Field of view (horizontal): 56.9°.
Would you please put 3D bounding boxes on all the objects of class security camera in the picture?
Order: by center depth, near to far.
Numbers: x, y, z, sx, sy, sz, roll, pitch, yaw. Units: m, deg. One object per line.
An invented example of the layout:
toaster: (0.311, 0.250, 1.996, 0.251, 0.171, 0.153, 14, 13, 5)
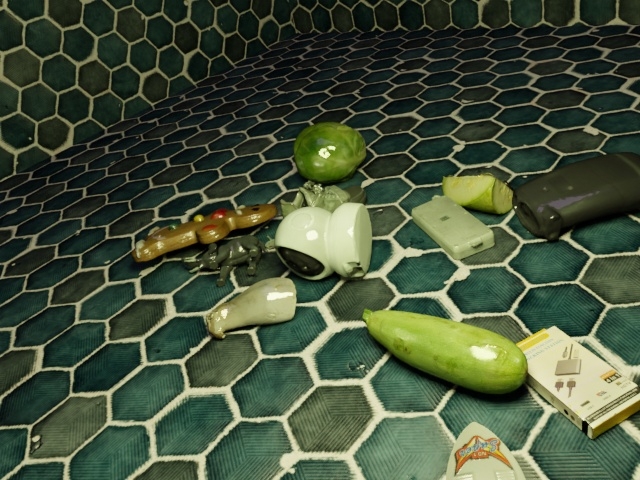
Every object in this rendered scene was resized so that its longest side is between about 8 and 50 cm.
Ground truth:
security camera: (0.000, 0.000, 1.494, 0.236, 0.195, 0.194, 0, 34, 17)

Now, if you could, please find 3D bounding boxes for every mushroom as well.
mushroom: (-0.167, 0.157, 1.414, 0.225, 0.093, 0.116, -12, 52, -4)

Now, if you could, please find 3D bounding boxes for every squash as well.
squash: (0.220, 0.205, 1.154, 0.370, 0.118, 0.118, 14, 41, 38)
squash: (0.395, -0.139, 1.629, 0.252, 0.093, 0.169, 20, 1, 42)

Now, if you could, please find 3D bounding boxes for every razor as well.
razor: (0.666, -0.120, 1.482, 0.349, 0.113, 0.204, -17, 34, -3)

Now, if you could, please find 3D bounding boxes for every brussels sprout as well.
brussels sprout: (0.030, -0.287, 1.933, 0.244, 0.244, 0.244, -11, 32, 7)

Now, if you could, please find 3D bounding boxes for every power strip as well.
power strip: (0.342, -0.039, 1.553, 0.118, 0.046, 0.270, -23, 34, -9)

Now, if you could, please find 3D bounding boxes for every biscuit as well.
biscuit: (-0.342, -0.051, 1.778, 0.432, 0.064, 0.283, -16, 16, 4)

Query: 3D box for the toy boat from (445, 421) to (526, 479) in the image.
toy boat: (0.248, 0.390, 0.873, 0.129, 0.088, 0.295, -9, 33, 10)

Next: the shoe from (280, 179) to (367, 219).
shoe: (0.009, -0.120, 1.724, 0.293, 0.149, 0.109, -32, 34, -23)

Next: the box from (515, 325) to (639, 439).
box: (0.448, 0.243, 1.076, 0.129, 0.033, 0.247, -25, 33, -15)

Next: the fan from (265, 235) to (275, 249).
fan: (-0.139, 0.003, 1.727, 0.056, 0.004, 0.083, -23, 32, -14)

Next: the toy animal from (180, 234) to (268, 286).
toy animal: (-0.272, 0.057, 1.629, 0.269, 0.082, 0.137, -14, 28, 8)
